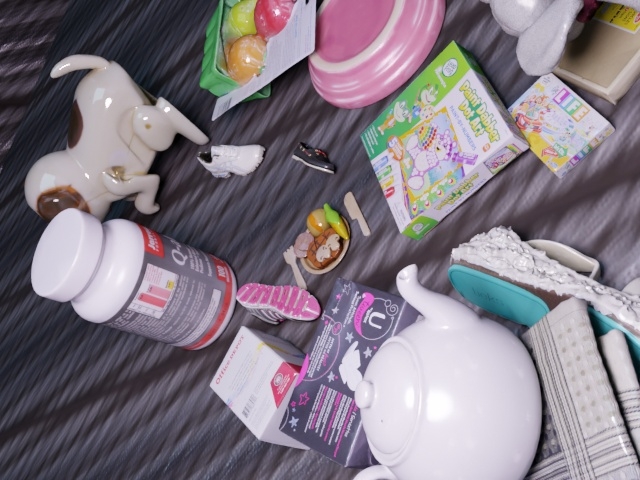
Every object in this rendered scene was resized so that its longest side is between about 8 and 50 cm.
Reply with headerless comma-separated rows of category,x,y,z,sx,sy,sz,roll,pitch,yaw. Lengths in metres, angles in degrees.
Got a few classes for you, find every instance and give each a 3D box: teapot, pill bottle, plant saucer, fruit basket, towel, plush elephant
teapot,0.130,0.206,0.851,0.252,0.187,0.255,120,152,-47
pill bottle,-0.362,0.080,1.376,0.210,0.363,0.210,-20,57,36
plant saucer,0.092,-0.433,1.402,0.332,0.084,0.331,-20,58,36
fruit basket,-0.117,-0.465,1.551,0.353,0.166,0.326,-20,57,38
towel,0.276,0.266,0.816,0.312,0.056,0.324,120,148,-53
plush elephant,0.353,-0.362,0.949,0.255,0.330,0.271,-41,52,47

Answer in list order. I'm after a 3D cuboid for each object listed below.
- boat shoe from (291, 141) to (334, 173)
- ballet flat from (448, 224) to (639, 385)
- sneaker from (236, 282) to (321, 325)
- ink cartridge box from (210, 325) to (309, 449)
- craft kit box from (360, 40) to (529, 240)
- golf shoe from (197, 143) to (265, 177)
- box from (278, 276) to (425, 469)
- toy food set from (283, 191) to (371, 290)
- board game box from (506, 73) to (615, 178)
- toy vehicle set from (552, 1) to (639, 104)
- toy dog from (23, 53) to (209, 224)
boat shoe,-0.012,-0.167,1.393,0.133,0.049,0.042,35,104,51
ballet flat,0.339,0.077,0.886,0.409,0.147,0.146,34,95,46
sneaker,-0.073,0.127,1.303,0.171,0.074,0.063,7,56,23
ink cartridge box,-0.078,0.251,1.191,0.176,0.127,0.128,32,94,47
craft kit box,0.197,-0.169,1.172,0.247,0.061,0.249,-42,47,27
golf shoe,-0.207,-0.187,1.565,0.176,0.086,0.069,-11,61,38
box,0.078,0.206,1.039,0.142,0.163,0.247,17,82,43
toy food set,0.000,0.000,1.306,0.192,0.039,0.132,-43,46,20
board game box,0.359,-0.180,1.060,0.103,0.026,0.154,-45,45,17
toy vehicle set,0.463,-0.349,1.038,0.266,0.035,0.166,-53,44,11
toy dog,-0.534,-0.203,1.678,0.285,0.395,0.407,36,87,38
